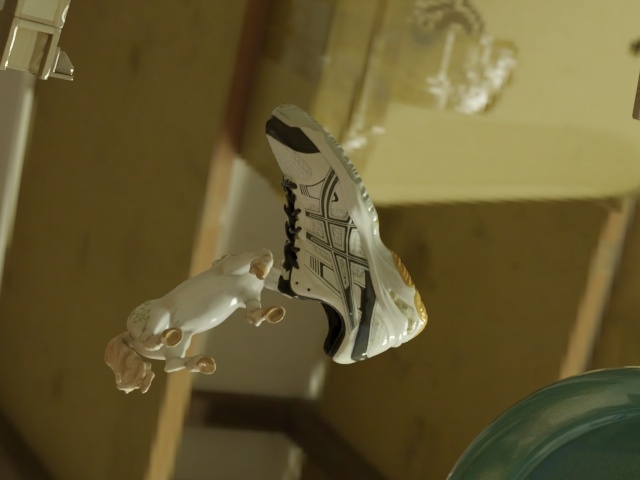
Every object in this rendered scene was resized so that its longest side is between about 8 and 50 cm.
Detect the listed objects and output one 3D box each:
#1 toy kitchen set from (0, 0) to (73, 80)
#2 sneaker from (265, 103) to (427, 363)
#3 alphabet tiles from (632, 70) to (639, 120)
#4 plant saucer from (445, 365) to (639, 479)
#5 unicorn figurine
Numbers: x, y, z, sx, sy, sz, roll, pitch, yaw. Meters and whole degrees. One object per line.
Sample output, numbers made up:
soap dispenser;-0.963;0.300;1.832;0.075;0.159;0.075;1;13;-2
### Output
toy kitchen set;-0.172;-0.139;1.068;0.083;0.068;0.075;29;-75;49
sneaker;0.000;0.000;0.541;0.083;0.037;0.032;62;-7;-10
alphabet tiles;0.274;-0.229;1.170;0.011;0.285;0.343;18;-58;23
plant saucer;0.228;0.240;1.223;0.044;0.317;0.318;100;-11;-77
unicorn figurine;-0.061;0.038;1.077;0.111;0.162;0.060;-163;-121;-69
